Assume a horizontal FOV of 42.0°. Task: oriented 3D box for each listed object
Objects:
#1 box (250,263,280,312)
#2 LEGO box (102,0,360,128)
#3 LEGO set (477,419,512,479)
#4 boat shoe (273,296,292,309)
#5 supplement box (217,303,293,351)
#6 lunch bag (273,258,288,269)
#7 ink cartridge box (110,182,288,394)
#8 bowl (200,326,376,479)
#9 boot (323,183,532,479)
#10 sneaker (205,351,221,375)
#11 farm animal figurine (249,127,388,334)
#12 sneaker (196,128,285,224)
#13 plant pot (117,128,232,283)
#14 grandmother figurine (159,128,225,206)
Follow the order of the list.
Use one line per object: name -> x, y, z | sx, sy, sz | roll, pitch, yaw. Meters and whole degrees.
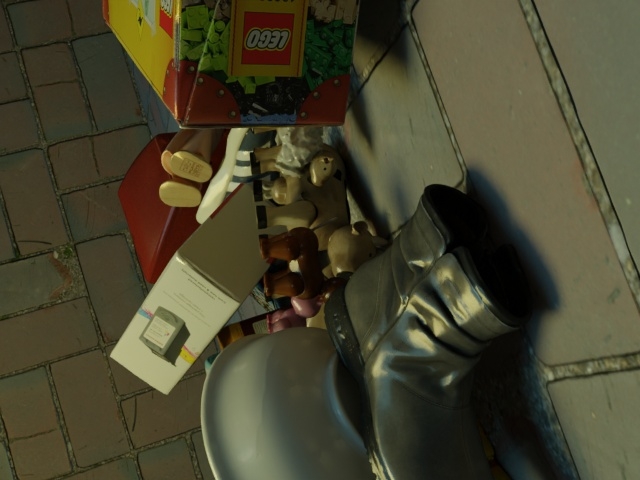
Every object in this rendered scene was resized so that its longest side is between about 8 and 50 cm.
box -> -0.133, 0.067, 1.676 | 0.159, 0.044, 0.233 | 41, 166, 18
LEGO box -> -0.129, -0.388, 1.003 | 0.500, 0.193, 0.372 | -130, 41, -55
LEGO set -> 0.173, 0.292, 0.983 | 0.093, 0.087, 0.227 | -132, 37, -52
boat shoe -> -0.054, 0.194, 1.653 | 0.079, 0.081, 0.227 | -130, 29, -55
supplement box -> -0.064, 0.186, 1.468 | 0.191, 0.194, 0.129 | 143, 110, -73
lunch bag -> -0.075, 0.017, 1.607 | 0.083, 0.053, 0.071 | 96, 157, -76
ink cartridge box -> -0.194, 0.082, 1.384 | 0.131, 0.226, 0.306 | 37, 132, -3
bowl -> 0.018, 0.211, 0.957 | 0.134, 0.298, 0.298 | -38, 62, 30
boot -> 0.130, 0.128, 0.824 | 0.222, 0.118, 0.338 | -49, 59, 41
sneaker -> -0.134, 0.360, 1.677 | 0.319, 0.127, 0.208 | -153, 55, -64
farm animal figurine -> 0.000, 0.000, 1.162 | 0.330, 0.172, 0.326 | 99, 164, -72
sneaker -> -0.088, -0.140, 1.409 | 0.131, 0.148, 0.350 | -72, 8, -48
plant pot -> -0.270, -0.098, 1.818 | 0.267, 0.267, 0.235 | 65, 151, 28
grandmother figurine -> -0.212, -0.216, 1.554 | 0.208, 0.104, 0.342 | -51, 19, 35
